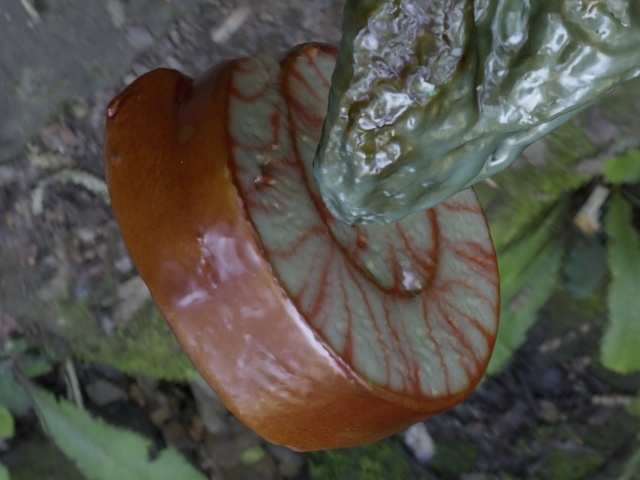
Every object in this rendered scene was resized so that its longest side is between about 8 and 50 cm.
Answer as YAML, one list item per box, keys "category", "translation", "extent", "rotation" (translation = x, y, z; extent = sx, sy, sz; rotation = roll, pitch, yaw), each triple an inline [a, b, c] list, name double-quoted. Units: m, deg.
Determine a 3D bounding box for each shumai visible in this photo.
- category: "shumai"
  translation: [0.117, -0.108, 1.086]
  extent: [0.204, 0.222, 0.272]
  rotation: [21, 137, 6]

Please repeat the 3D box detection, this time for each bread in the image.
- category: "bread"
  translation: [0.003, 0.003, 1.317]
  extent: [0.114, 0.328, 0.295]
  rotation: [-28, 80, 32]
